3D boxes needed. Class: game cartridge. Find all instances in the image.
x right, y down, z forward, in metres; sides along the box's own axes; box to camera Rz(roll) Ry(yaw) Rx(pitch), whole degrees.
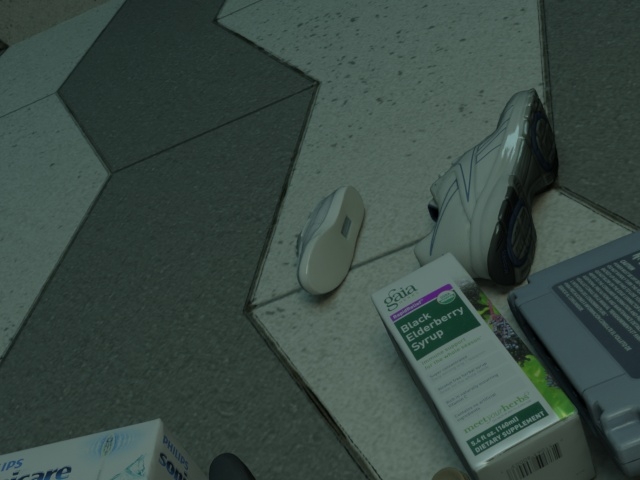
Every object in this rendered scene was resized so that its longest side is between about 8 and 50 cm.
[{"bbox_3d":[0.283,0.068,0.648,0.198,0.062,0.297,-19,15,5],"label":"game cartridge"}]

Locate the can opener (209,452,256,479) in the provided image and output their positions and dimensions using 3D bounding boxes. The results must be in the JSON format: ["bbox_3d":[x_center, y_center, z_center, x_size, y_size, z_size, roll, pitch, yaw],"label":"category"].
[{"bbox_3d":[-0.055,0.295,0.617,0.076,0.095,0.283,-26,36,3],"label":"can opener"}]

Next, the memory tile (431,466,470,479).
[{"bbox_3d":[0.085,0.258,0.600,0.148,0.012,0.113,-54,37,6],"label":"memory tile"}]

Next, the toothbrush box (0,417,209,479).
[{"bbox_3d":[-0.225,0.322,0.666,0.217,0.126,0.295,-15,36,16],"label":"toothbrush box"}]

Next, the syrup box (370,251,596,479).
[{"bbox_3d":[0.137,0.122,0.711,0.093,0.096,0.237,-28,37,-1],"label":"syrup box"}]

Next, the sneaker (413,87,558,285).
[{"bbox_3d":[0.193,-0.074,0.912,0.129,0.111,0.297,-4,40,36],"label":"sneaker"}]

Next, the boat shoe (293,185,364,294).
[{"bbox_3d":[0.000,0.000,0.976,0.063,0.066,0.184,-19,37,34],"label":"boat shoe"}]
